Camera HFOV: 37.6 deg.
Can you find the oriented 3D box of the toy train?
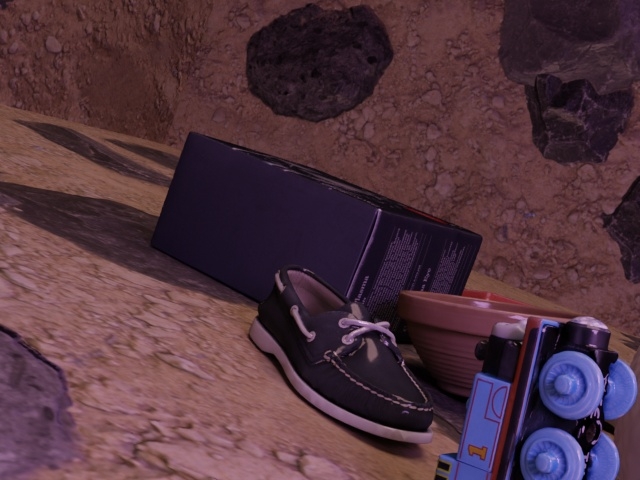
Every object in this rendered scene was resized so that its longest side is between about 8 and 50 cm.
[{"bbox_3d":[0.136,0.135,0.617,0.105,0.184,0.080,12,-1,41],"label":"toy train"}]

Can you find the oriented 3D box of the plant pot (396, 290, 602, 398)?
[{"bbox_3d":[0.201,0.127,1.101,0.238,0.109,0.237,9,0,0],"label":"plant pot"}]

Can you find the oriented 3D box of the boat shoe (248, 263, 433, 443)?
[{"bbox_3d":[0.018,0.101,0.918,0.114,0.091,0.303,16,7,-35],"label":"boat shoe"}]

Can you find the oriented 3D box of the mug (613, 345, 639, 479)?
[{"bbox_3d":[0.414,0.181,0.724,0.374,0.276,0.328,29,17,21],"label":"mug"}]

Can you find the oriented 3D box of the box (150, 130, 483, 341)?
[{"bbox_3d":[0.000,0.000,1.347,0.343,0.178,0.313,24,8,33],"label":"box"}]

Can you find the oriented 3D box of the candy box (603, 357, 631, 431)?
[{"bbox_3d":[0.424,0.217,1.335,0.159,0.071,0.233,25,8,40],"label":"candy box"}]

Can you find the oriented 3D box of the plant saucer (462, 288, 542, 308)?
[{"bbox_3d":[0.283,0.122,1.555,0.259,0.047,0.258,16,-6,-29],"label":"plant saucer"}]
